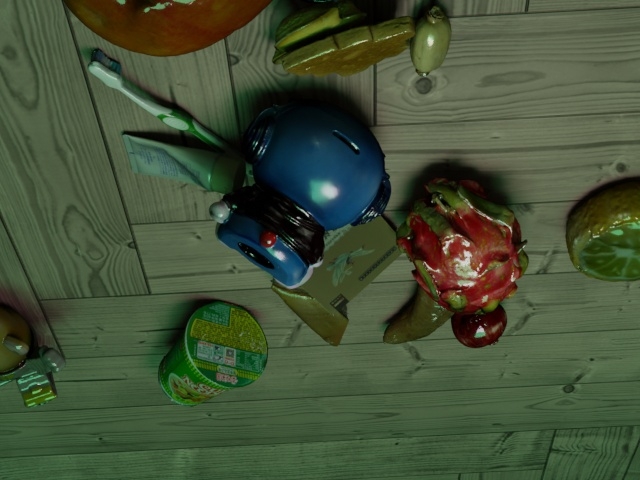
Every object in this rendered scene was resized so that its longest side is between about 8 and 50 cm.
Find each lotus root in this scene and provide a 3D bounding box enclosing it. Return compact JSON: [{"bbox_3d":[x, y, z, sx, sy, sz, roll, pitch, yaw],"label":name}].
[{"bbox_3d":[0.183,-0.330,1.744,0.073,0.062,0.150,-39,156,-26],"label":"lotus root"}]

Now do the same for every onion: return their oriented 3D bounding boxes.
[{"bbox_3d":[0.356,0.183,2.376,0.131,0.131,0.131,-2,142,-1],"label":"onion"}]

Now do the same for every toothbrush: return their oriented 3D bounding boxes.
[{"bbox_3d":[-0.250,-0.210,1.899,0.042,0.040,0.418,-20,140,36],"label":"toothbrush"}]

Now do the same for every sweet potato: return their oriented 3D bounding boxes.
[{"bbox_3d":[0.244,0.139,2.338,0.114,0.092,0.341,22,138,-3],"label":"sweet potato"}]

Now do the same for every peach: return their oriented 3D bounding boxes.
[{"bbox_3d":[-0.207,-0.405,1.426,0.342,0.302,0.343,1,138,1],"label":"peach"}]

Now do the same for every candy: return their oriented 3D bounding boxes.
[{"bbox_3d":[0.626,-0.012,2.153,0.260,0.118,0.260,0,147,0],"label":"candy"}]

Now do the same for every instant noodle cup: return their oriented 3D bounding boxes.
[{"bbox_3d":[-0.259,0.274,2.421,0.207,0.207,0.232,17,147,-24],"label":"instant noodle cup"}]

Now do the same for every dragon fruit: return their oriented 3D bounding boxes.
[{"bbox_3d":[0.278,0.009,2.070,0.231,0.237,0.303,-36,124,7],"label":"dragon fruit"}]

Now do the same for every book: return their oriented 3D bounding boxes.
[{"bbox_3d":[0.023,0.001,2.104,0.217,0.021,0.310,-43,133,2],"label":"book"}]

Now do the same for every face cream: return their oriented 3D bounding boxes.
[{"bbox_3d":[-0.254,-0.141,1.961,0.224,0.070,0.114,14,147,11],"label":"face cream"}]

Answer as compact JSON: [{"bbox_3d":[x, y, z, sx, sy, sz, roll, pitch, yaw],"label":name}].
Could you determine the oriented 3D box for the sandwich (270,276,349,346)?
[{"bbox_3d":[-0.002,0.131,2.311,0.096,0.094,0.258,-20,138,24],"label":"sandwich"}]

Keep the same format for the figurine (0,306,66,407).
[{"bbox_3d":[-0.712,0.238,2.349,0.342,0.167,0.285,-1,145,4],"label":"figurine"}]

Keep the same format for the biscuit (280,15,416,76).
[{"bbox_3d":[0.039,-0.307,1.702,0.238,0.041,0.212,-13,176,-30],"label":"biscuit"}]

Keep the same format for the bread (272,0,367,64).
[{"bbox_3d":[-0.026,-0.338,1.688,0.149,0.065,0.187,-21,179,-40],"label":"bread"}]

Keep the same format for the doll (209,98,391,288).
[{"bbox_3d":[-0.028,-0.096,1.869,0.284,0.310,0.240,38,166,-12],"label":"doll"}]

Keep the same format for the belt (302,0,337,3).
[{"bbox_3d":[0.005,-0.449,1.575,0.151,0.078,0.198,1,141,-2],"label":"belt"}]
